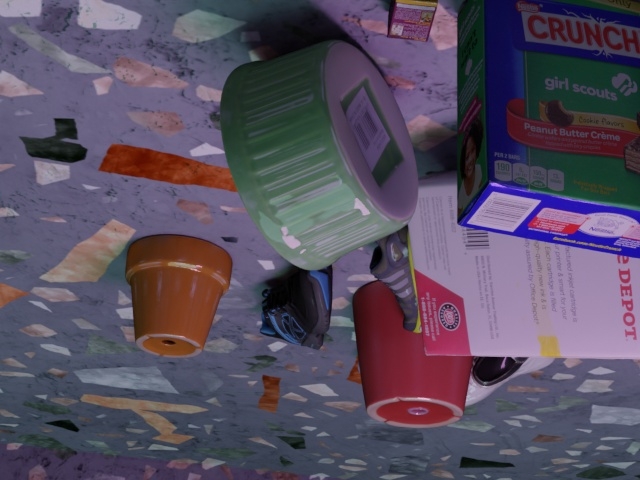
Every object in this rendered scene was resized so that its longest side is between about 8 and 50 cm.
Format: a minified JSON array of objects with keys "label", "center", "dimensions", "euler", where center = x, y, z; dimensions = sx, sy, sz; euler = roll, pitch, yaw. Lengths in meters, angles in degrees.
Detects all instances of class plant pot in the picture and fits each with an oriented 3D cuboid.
[{"label":"plant pot","center":[0.194,0.237,2.299],"dimensions":[0.275,0.243,0.275],"euler":[2,154,1]},{"label":"plant pot","center":[-0.279,0.117,2.177],"dimensions":[0.205,0.187,0.205],"euler":[3,154,1]}]

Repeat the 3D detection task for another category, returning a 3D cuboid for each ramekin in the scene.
[{"label":"ramekin","center":[0.010,-0.124,1.542],"dimensions":[0.148,0.303,0.303],"euler":[-20,146,26]}]

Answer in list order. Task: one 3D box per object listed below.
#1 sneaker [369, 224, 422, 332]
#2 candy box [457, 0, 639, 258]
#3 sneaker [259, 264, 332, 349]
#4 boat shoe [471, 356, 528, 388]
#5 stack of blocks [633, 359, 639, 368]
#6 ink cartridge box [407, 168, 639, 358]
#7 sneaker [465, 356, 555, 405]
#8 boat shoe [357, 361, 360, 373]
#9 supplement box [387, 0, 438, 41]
[{"label":"sneaker","center":[0.155,0.058,2.090],"dimensions":[0.121,0.111,0.300],"euler":[9,138,14]},{"label":"candy box","center":[0.308,-0.158,1.400],"dimensions":[0.268,0.317,0.122],"euler":[9,151,-13]},{"label":"sneaker","center":[-0.050,0.133,2.253],"dimensions":[0.140,0.125,0.341],"euler":[7,153,-3]},{"label":"boat shoe","center":[0.393,0.203,2.280],"dimensions":[0.233,0.084,0.079],"euler":[-40,155,-8]},{"label":"stack of blocks","center":[0.685,0.159,2.252],"dimensions":[0.171,0.087,0.297],"euler":[-9,151,24]},{"label":"ink cartridge box","center":[0.343,0.026,1.716],"dimensions":[0.385,0.279,0.160],"euler":[-2,-170,33]},{"label":"sneaker","center":[0.346,0.251,2.431],"dimensions":[0.293,0.108,0.169],"euler":[-29,141,13]},{"label":"boat shoe","center":[0.200,0.273,2.569],"dimensions":[0.229,0.080,0.076],"euler":[-16,172,21]},{"label":"supplement box","center":[0.118,-0.297,1.451],"dimensions":[0.055,0.043,0.083],"euler":[5,153,-4]}]
